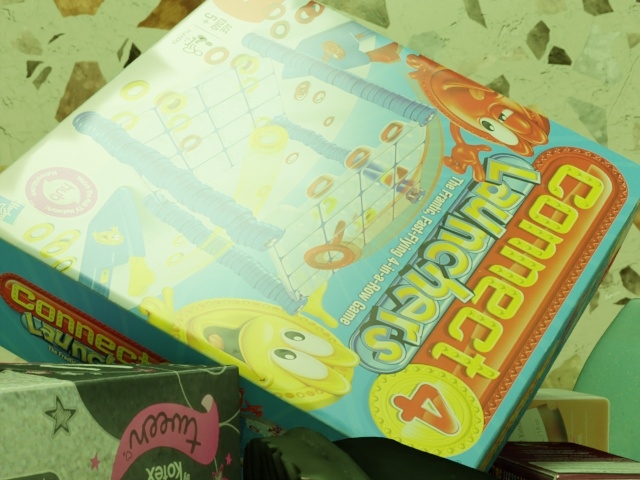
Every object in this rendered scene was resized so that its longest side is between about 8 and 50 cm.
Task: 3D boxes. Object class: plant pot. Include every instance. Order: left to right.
[{"bbox_3d":[0.379,0.155,1.492,0.290,0.195,0.290,0,-2,0],"label":"plant pot"}]

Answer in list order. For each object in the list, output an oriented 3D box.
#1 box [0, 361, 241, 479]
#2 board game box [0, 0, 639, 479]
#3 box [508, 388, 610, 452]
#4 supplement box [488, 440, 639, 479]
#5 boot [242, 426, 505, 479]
[{"bbox_3d":[-0.151,0.136,0.648,0.142,0.163,0.247,-3,-3,28],"label":"box"},{"bbox_3d":[0.000,0.000,0.870,0.302,0.086,0.308,28,45,12],"label":"board game box"},{"bbox_3d":[0.098,0.167,0.995,0.170,0.130,0.091,0,-2,-13],"label":"box"},{"bbox_3d":[0.137,0.174,0.842,0.080,0.104,0.188,2,-2,-11],"label":"supplement box"},{"bbox_3d":[0.135,0.146,0.576,0.260,0.131,0.348,-6,11,-24],"label":"boot"}]
